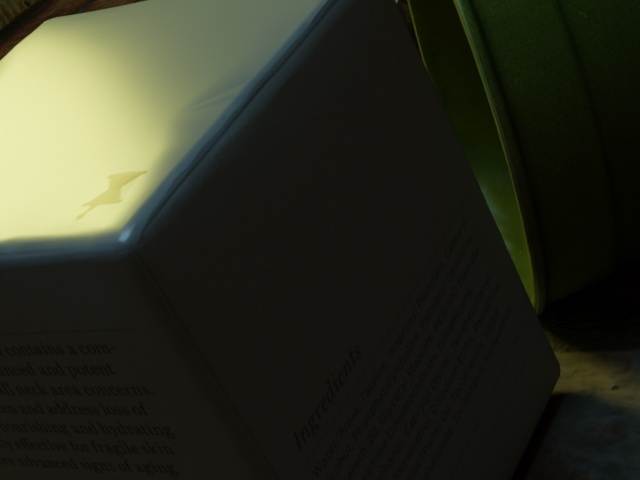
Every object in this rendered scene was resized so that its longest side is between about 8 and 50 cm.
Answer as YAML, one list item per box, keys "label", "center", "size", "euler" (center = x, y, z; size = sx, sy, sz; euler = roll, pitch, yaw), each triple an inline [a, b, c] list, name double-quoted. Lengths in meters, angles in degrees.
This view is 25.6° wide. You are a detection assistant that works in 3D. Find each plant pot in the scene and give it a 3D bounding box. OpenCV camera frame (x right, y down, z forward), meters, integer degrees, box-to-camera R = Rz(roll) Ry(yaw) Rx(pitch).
- label: "plant pot"
  center: [0.286, -0.161, 1.191]
  size: [0.353, 0.367, 0.366]
  euler: [-18, 23, 1]

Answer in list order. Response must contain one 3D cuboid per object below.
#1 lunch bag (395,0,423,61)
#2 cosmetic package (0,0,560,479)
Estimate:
- label: "lunch bag"
  center: [0.042, -0.244, 1.817]
  size: [0.235, 0.169, 0.287]
  euler: [-16, 32, 27]
- label: "cosmetic package"
  center: [-0.080, 0.064, 1.016]
  size: [0.329, 0.394, 0.327]
  euler: [-4, 36, 37]
